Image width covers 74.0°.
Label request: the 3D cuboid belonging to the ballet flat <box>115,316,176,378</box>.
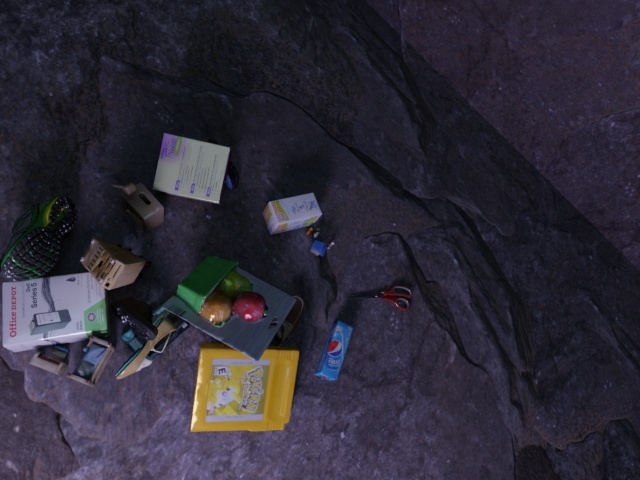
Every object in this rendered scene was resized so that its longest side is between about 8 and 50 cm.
[{"bbox_3d":[-0.550,0.354,1.359,0.073,0.080,0.232,41,60,-13],"label":"ballet flat"}]

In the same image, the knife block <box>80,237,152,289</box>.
[{"bbox_3d":[-0.619,0.089,1.366,0.242,0.276,0.088,32,86,-50],"label":"knife block"}]

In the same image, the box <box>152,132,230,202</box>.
[{"bbox_3d":[-0.478,-0.265,1.603,0.243,0.117,0.213,11,90,-10],"label":"box"}]

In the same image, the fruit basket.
[{"bbox_3d":[-0.299,0.221,1.452,0.353,0.165,0.327,32,36,0],"label":"fruit basket"}]

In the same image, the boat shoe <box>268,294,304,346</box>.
[{"bbox_3d":[-0.155,0.324,1.525,0.123,0.116,0.324,37,60,-2],"label":"boat shoe"}]

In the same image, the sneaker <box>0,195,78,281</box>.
[{"bbox_3d":[-0.911,0.001,1.349,0.147,0.134,0.343,-10,40,9],"label":"sneaker"}]

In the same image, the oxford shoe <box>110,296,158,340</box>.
[{"bbox_3d":[-0.581,0.241,1.373,0.227,0.082,0.096,28,43,34],"label":"oxford shoe"}]

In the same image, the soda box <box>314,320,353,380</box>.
[{"bbox_3d":[0.053,0.412,1.591,0.067,0.071,0.209,26,61,-9],"label":"soda box"}]

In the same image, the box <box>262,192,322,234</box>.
[{"bbox_3d":[-0.117,-0.109,1.728,0.203,0.114,0.103,-15,75,-27],"label":"box"}]

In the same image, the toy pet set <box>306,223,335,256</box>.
[{"bbox_3d":[0.000,0.000,1.744,0.122,0.065,0.114,35,65,-14],"label":"toy pet set"}]

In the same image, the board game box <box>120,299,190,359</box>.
[{"bbox_3d":[-0.555,0.307,1.434,0.126,0.026,0.186,46,61,3],"label":"board game box"}]

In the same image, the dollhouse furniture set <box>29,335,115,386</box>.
[{"bbox_3d":[-0.749,0.346,1.285,0.184,0.129,0.129,25,61,-9],"label":"dollhouse furniture set"}]

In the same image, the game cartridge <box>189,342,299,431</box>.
[{"bbox_3d":[-0.245,0.483,1.390,0.324,0.053,0.284,7,94,-16],"label":"game cartridge"}]

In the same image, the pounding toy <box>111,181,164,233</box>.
[{"bbox_3d":[-0.640,-0.153,1.498,0.181,0.206,0.094,47,60,4],"label":"pounding toy"}]

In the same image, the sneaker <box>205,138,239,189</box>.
[{"bbox_3d":[-0.412,-0.301,1.728,0.221,0.087,0.083,59,28,-5],"label":"sneaker"}]

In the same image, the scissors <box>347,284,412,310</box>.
[{"bbox_3d":[0.251,0.223,1.781,0.298,0.021,0.108,13,66,-14],"label":"scissors"}]

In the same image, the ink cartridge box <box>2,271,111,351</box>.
[{"bbox_3d":[-0.815,0.218,1.324,0.273,0.115,0.198,-7,70,-23],"label":"ink cartridge box"}]
